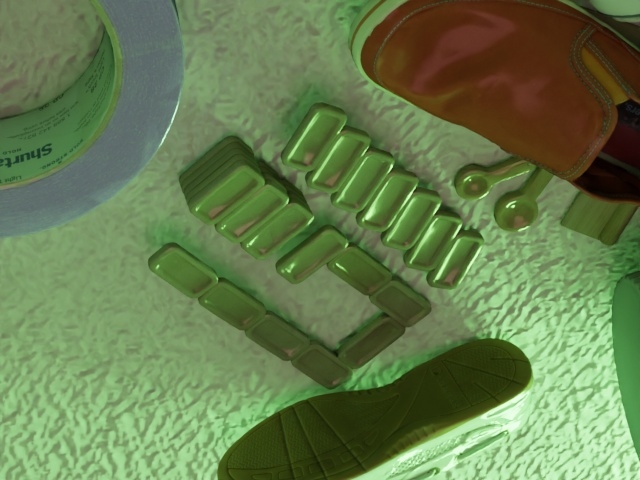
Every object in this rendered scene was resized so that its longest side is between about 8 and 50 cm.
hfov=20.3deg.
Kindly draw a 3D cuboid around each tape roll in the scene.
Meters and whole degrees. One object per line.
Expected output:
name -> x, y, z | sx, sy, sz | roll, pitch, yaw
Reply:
tape roll -> -0.233, -0.135, 1.221 | 0.275, 0.090, 0.274 | -6, 128, -8

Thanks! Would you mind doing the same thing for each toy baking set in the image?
toy baking set -> 0.203, -0.094, 1.379 | 0.197, 0.030, 0.256 | -5, 127, -8

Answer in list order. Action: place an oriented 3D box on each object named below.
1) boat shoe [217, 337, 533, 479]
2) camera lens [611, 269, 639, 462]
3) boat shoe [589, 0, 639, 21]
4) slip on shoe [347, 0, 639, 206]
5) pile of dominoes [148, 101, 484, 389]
boat shoe -> 0.053, 0.177, 1.504 | 0.277, 0.098, 0.096 | -19, 136, -4
camera lens -> 0.395, 0.098, 1.443 | 0.274, 0.219, 0.219 | -11, 127, -4
boat shoe -> 0.320, -0.183, 1.298 | 0.258, 0.095, 0.084 | -10, 123, -3
slip on shoe -> 0.175, -0.099, 1.293 | 0.331, 0.101, 0.123 | 22, 122, -20
pile of dominoes -> 0.000, 0.000, 1.417 | 0.196, 0.040, 0.251 | -39, 132, 16
